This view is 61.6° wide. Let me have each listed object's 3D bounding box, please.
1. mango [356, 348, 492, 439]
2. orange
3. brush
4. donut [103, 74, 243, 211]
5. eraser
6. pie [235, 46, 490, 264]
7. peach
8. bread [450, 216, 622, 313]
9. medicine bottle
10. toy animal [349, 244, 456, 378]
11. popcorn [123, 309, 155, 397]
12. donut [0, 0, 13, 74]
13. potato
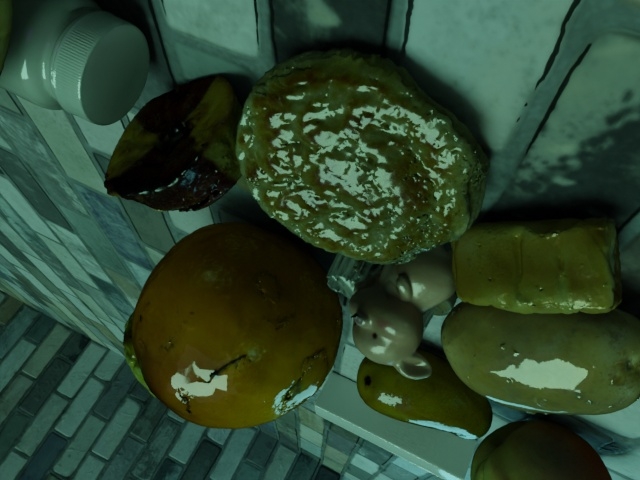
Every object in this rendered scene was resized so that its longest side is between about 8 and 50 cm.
[{"bbox_3d":[0.153,0.217,0.751,0.227,0.099,0.136,31,150,-20],"label":"mango"},{"bbox_3d":[-0.096,0.102,0.643,0.246,0.246,0.246,23,153,13],"label":"orange"},{"bbox_3d":[0.000,0.000,0.564,0.327,0.065,0.070,36,156,-9],"label":"brush"},{"bbox_3d":[-0.121,-0.079,0.470,0.140,0.140,0.059,8,155,37],"label":"donut"},{"bbox_3d":[0.138,0.356,1.024,0.298,0.078,0.076,22,153,15],"label":"eraser"},{"bbox_3d":[0.032,-0.061,0.408,0.193,0.079,0.163,28,139,-3],"label":"pie"},{"bbox_3d":[0.299,0.332,0.722,0.184,0.184,0.184,23,153,13],"label":"peach"},{"bbox_3d":[0.164,0.020,0.418,0.053,0.074,0.132,3,178,-41],"label":"bread"},{"bbox_3d":[-0.250,-0.176,0.458,0.186,0.103,0.103,25,153,8],"label":"medicine bottle"},{"bbox_3d":[0.081,0.058,0.503,0.089,0.150,0.083,28,-165,-11],"label":"toy animal"},{"bbox_3d":[-0.244,0.170,0.961,0.237,0.206,0.251,32,146,30],"label":"popcorn"},{"bbox_3d":[-0.366,-0.200,0.343,0.330,0.160,0.330,13,118,26],"label":"donut"},{"bbox_3d":[0.199,0.096,0.478,0.178,0.109,0.118,-1,106,40],"label":"potato"}]
